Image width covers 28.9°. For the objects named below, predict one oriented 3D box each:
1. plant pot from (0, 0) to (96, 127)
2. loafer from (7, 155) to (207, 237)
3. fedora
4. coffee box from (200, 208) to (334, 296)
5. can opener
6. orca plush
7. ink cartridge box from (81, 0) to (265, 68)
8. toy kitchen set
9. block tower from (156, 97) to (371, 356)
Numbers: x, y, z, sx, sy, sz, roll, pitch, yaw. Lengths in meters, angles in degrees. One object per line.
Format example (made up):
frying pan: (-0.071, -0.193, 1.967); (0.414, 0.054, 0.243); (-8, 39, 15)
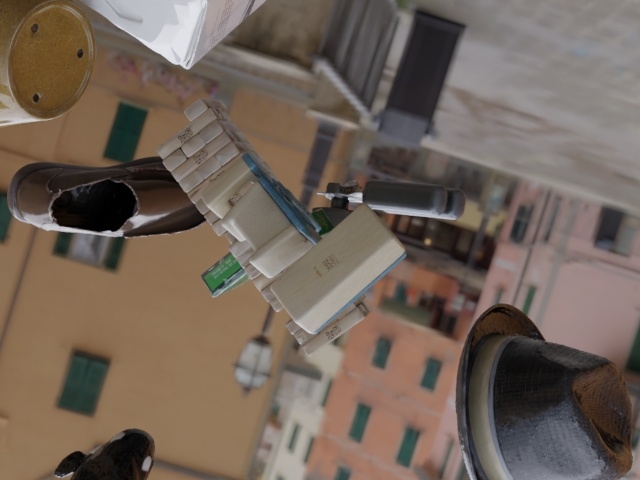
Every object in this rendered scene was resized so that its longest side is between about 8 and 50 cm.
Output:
plant pot: (-0.357, -0.204, 1.246); (0.254, 0.237, 0.237); (18, -178, 29)
loafer: (-0.310, -0.053, 1.996); (0.366, 0.133, 0.130); (-6, -158, -33)
fedora: (0.307, 0.226, 1.594); (0.153, 0.334, 0.334); (-10, 167, 31)
coffee box: (-0.072, 0.016, 1.736); (0.184, 0.113, 0.040); (-24, -100, -52)
can opener: (0.099, -0.049, 1.857); (0.074, 0.093, 0.280); (8, 176, -40)
orca plush: (-0.357, 0.379, 1.812); (0.151, 0.287, 0.102); (53, 165, 18)
ink cartridge box: (-0.128, -0.307, 1.260); (0.172, 0.237, 0.100); (35, 140, 7)
toy kitchen set: (0.000, 0.000, 1.254); (0.207, 0.122, 0.166); (51, -176, 33)
block tower: (-0.073, -0.019, 1.560); (0.335, 0.097, 0.091); (55, -169, 2)
